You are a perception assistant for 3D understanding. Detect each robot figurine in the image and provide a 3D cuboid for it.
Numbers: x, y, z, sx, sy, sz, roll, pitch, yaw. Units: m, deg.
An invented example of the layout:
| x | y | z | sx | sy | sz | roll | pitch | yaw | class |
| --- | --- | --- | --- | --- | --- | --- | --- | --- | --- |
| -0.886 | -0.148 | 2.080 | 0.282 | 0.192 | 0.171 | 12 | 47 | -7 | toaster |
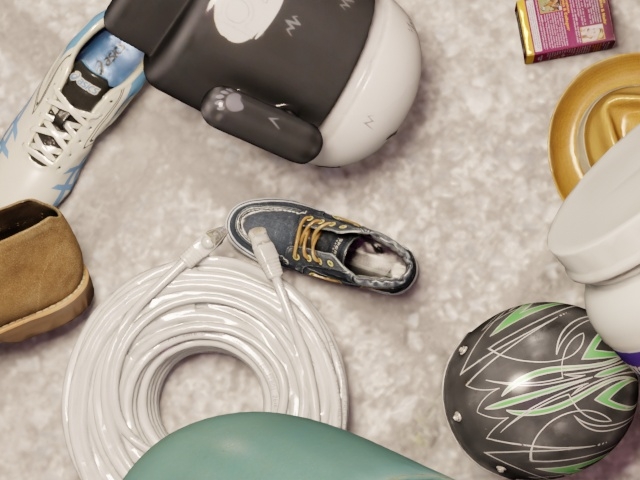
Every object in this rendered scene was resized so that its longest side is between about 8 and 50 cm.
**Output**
| x | y | z | sx | sy | sz | roll | pitch | yaw | class |
| --- | --- | --- | --- | --- | --- | --- | --- | --- | --- |
| -0.047 | -0.175 | 1.663 | 0.278 | 0.173 | 0.209 | 26 | 80 | -17 | robot figurine |

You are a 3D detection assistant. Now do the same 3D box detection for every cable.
| x | y | z | sx | sy | sz | roll | pitch | yaw | class |
| --- | --- | --- | --- | --- | --- | --- | --- | --- | --- |
| -0.103 | 0.143 | 1.698 | 0.257 | 0.089 | 0.257 | -31 | 85 | 0 | cable |

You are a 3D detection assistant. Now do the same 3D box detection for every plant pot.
| x | y | z | sx | sy | sz | roll | pitch | yaw | class |
| --- | --- | --- | --- | --- | --- | --- | --- | --- | --- |
| -0.040 | 0.270 | 1.504 | 0.235 | 0.293 | 0.293 | 28 | 85 | 44 | plant pot |

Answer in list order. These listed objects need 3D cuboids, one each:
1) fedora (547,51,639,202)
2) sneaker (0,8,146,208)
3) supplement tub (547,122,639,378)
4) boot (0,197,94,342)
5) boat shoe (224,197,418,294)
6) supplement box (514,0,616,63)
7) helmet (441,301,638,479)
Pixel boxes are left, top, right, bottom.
| x | y | z | sx | sy | sz | roll | pitch | yaw | class |
| --- | --- | --- | --- | --- | --- | --- | --- | --- | --- |
| 0.299 | -0.083 | 1.704 | 0.194 | 0.079 | 0.194 | 0 | 84 | 3 | fedora |
| -0.230 | -0.119 | 1.732 | 0.085 | 0.086 | 0.237 | 34 | 88 | 4 | sneaker |
| 0.372 | 0.055 | 1.567 | 0.241 | 0.241 | 0.331 | -45 | 102 | -2 | supplement tub |
| -0.350 | 0.060 | 1.660 | 0.305 | 0.115 | 0.112 | -29 | 47 | -20 | boot |
| 0.000 | 0.000 | 1.708 | 0.183 | 0.083 | 0.065 | 16 | 85 | 5 | boat shoe |
| 0.223 | -0.197 | 1.737 | 0.083 | 0.043 | 0.055 | -9 | 84 | 3 | supplement box |
| 0.190 | 0.130 | 1.645 | 0.169 | 0.161 | 0.169 | 0 | 85 | 5 | helmet |
